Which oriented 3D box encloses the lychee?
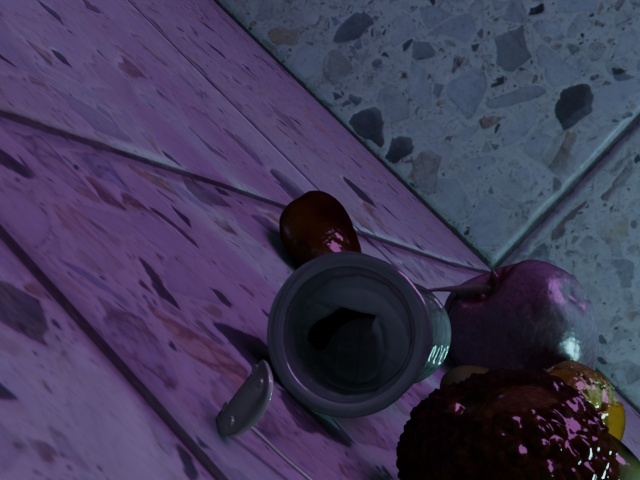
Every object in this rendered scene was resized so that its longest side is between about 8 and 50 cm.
[{"bbox_3d":[0.160,0.200,1.100,0.188,0.188,0.188,42,9,-8],"label":"lychee"}]

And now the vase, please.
[{"bbox_3d":[0.054,0.087,1.282,0.143,0.143,0.299,44,6,11],"label":"vase"}]

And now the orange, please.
[{"bbox_3d":[0.317,0.231,1.739,0.134,0.156,0.156,-7,-32,42],"label":"orange"}]

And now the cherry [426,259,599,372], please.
[{"bbox_3d":[0.275,0.128,1.851,0.266,0.213,0.183,49,49,-23],"label":"cherry"}]

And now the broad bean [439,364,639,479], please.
[{"bbox_3d":[0.253,0.228,1.535,0.263,0.121,0.189,43,5,13],"label":"broad bean"}]

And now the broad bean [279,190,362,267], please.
[{"bbox_3d":[0.000,0.000,1.640,0.114,0.084,0.165,24,19,-10],"label":"broad bean"}]

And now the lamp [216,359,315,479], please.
[{"bbox_3d":[0.010,0.169,0.968,0.198,0.056,0.050,43,5,-19],"label":"lamp"}]
